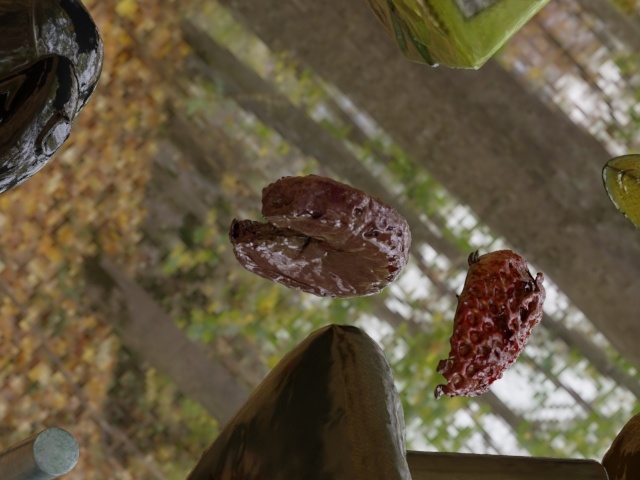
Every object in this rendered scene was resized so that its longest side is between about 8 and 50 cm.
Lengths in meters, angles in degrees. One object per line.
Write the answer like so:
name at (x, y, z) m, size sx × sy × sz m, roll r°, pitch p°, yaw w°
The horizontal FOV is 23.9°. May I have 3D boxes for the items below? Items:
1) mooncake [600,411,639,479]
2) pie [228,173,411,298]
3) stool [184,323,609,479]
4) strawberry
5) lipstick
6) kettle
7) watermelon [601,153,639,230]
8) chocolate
mooncake at (0.350, 0.283, 1.474) m, size 0.117 × 0.235 × 0.235 m, roll -3°, pitch -146°, yaw 52°
pie at (0.000, 0.000, 1.707) m, size 0.219 × 0.204 × 0.054 m, roll 116°, pitch -12°, yaw -60°
stool at (0.030, 0.256, 0.855) m, size 0.310 × 0.226 × 0.310 m, roll -53°, pitch -153°, yaw 29°
strawberry at (0.168, 0.089, 1.448) m, size 0.188 × 0.082 × 0.121 m, roll -62°, pitch 156°, yaw -52°
lipstick at (-0.283, 0.216, 1.472) m, size 0.048 × 0.048 × 0.158 m, roll -44°, pitch -173°, yaw -32°
kettle at (-0.316, -0.113, 1.184) m, size 0.290 × 0.207 × 0.268 m, roll -6°, pitch -134°, yaw 6°
watermelon at (0.323, -0.012, 1.280) m, size 0.092 × 0.181 × 0.075 m, roll -34°, pitch 144°, yaw -60°
chocolate at (0.077, -0.309, 1.351) m, size 0.137 × 0.301 × 0.289 m, roll -34°, pitch -169°, yaw -2°
